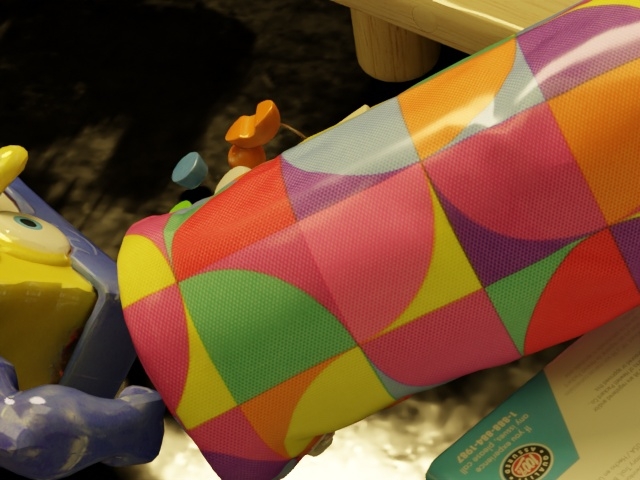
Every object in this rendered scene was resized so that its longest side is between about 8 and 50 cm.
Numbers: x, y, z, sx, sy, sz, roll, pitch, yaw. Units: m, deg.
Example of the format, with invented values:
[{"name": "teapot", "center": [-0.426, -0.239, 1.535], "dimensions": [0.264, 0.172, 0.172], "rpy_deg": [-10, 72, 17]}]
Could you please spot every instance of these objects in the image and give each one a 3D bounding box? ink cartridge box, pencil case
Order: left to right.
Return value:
[{"name": "pencil case", "center": [0.051, -0.006, 0.618], "dimensions": [0.236, 0.104, 0.104], "rpy_deg": [-27, 42, 11]}, {"name": "ink cartridge box", "center": [0.132, 0.101, 0.588], "dimensions": [0.104, 0.060, 0.180], "rpy_deg": [-36, 48, -25]}]

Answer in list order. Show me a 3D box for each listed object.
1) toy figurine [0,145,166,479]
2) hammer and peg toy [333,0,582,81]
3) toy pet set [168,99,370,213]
[{"name": "toy figurine", "center": [-0.170, 0.030, 0.678], "dimensions": [0.217, 0.191, 0.362], "rpy_deg": [3, 24, -45]}, {"name": "hammer and peg toy", "center": [0.199, -0.123, 0.761], "dimensions": [0.361, 0.127, 0.266], "rpy_deg": [24, 52, 32]}, {"name": "toy pet set", "center": [0.000, 0.000, 0.740], "dimensions": [0.114, 0.065, 0.122], "rpy_deg": [-33, 31, 29]}]
